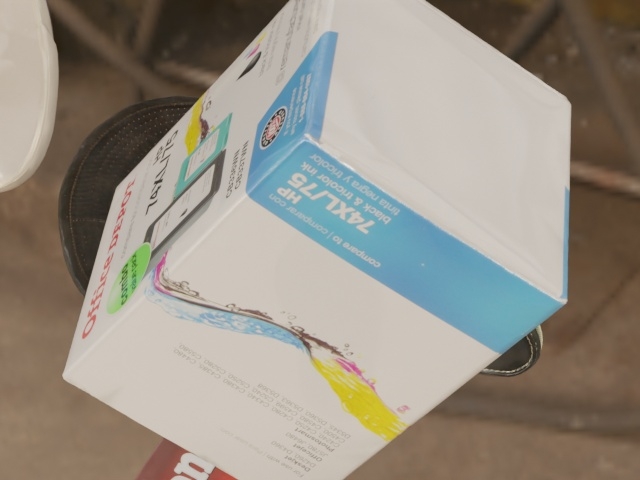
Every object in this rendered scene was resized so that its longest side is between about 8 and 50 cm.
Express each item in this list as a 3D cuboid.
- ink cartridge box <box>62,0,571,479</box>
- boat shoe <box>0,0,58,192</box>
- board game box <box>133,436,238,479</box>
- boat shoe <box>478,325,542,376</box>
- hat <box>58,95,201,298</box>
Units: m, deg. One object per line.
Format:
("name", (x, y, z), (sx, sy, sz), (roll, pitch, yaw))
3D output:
("ink cartridge box", (0.000, 0.000, 1.246), (0.197, 0.270, 0.198), (32, 38, -20))
("boat shoe", (-0.262, -0.203, 1.511), (0.127, 0.340, 0.158), (-10, -2, 9))
("board game box", (-0.110, 0.263, 1.454), (0.145, 0.027, 0.281), (28, 53, 7))
("boat shoe", (0.110, 0.070, 2.058), (0.127, 0.340, 0.113), (-44, 27, 16))
("hat", (-0.095, 0.026, 1.763), (0.331, 0.134, 0.331), (9, 48, -10))
